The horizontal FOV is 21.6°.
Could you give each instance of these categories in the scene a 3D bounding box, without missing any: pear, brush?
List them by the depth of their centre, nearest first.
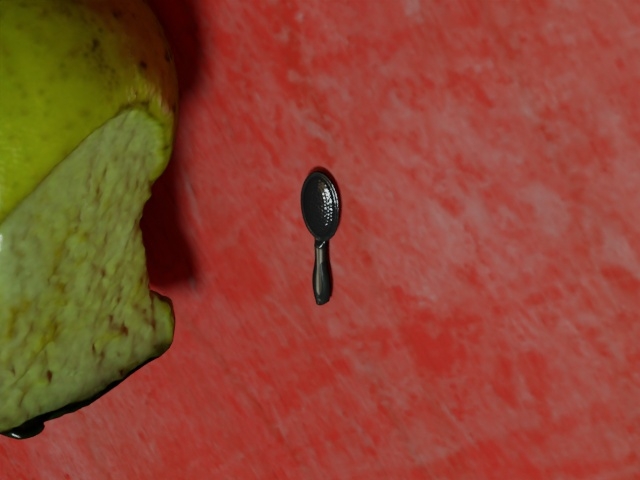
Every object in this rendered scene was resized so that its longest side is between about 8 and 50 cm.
[{"bbox_3d":[0.000,0.000,0.882,0.024,0.008,0.083,20,129,27],"label":"brush"},{"bbox_3d":[-0.184,-0.064,0.899,0.238,0.164,0.255,34,131,34],"label":"pear"}]
